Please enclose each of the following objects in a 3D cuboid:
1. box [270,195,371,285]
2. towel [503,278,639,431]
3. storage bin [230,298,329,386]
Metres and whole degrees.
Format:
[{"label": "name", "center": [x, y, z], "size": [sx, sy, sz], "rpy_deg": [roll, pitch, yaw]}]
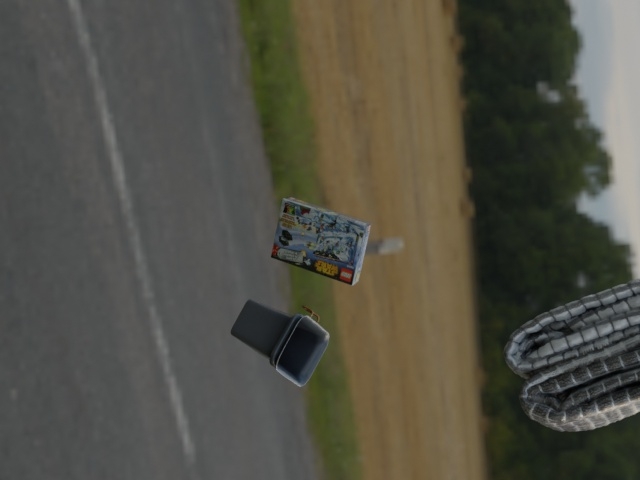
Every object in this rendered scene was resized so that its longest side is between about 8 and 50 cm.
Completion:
[{"label": "box", "center": [0.000, 0.000, 2.305], "size": [0.027, 0.137, 0.094], "rpy_deg": [-25, 130, -63]}, {"label": "towel", "center": [0.348, 0.120, 1.686], "size": [0.235, 0.283, 0.121], "rpy_deg": [37, 34, -72]}, {"label": "storage bin", "center": [-0.056, 0.127, 2.154], "size": [0.098, 0.091, 0.135], "rpy_deg": [-61, 158, -7]}]
